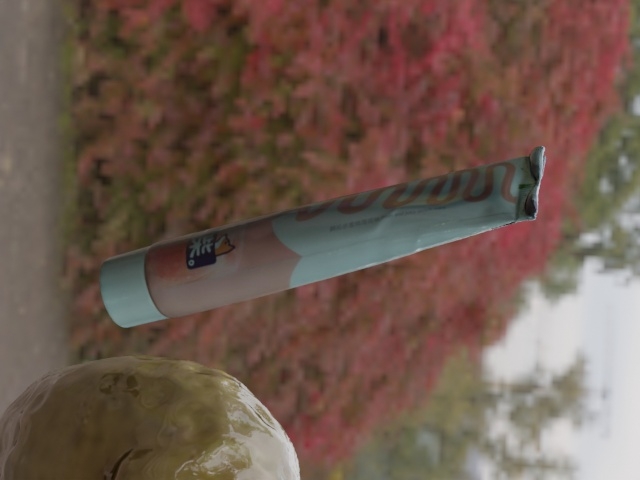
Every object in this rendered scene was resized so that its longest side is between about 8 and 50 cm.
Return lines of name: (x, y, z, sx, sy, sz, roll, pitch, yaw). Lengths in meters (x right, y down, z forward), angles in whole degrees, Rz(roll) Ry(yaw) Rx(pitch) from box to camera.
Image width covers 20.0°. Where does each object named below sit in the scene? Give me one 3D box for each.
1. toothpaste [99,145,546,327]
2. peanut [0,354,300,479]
toothpaste: (0.000, 0.000, 0.800, 0.056, 0.205, 0.036, -75, 145, -55)
peanut: (-0.122, 0.167, 1.215, 0.169, 0.192, 0.387, -66, -166, -13)
